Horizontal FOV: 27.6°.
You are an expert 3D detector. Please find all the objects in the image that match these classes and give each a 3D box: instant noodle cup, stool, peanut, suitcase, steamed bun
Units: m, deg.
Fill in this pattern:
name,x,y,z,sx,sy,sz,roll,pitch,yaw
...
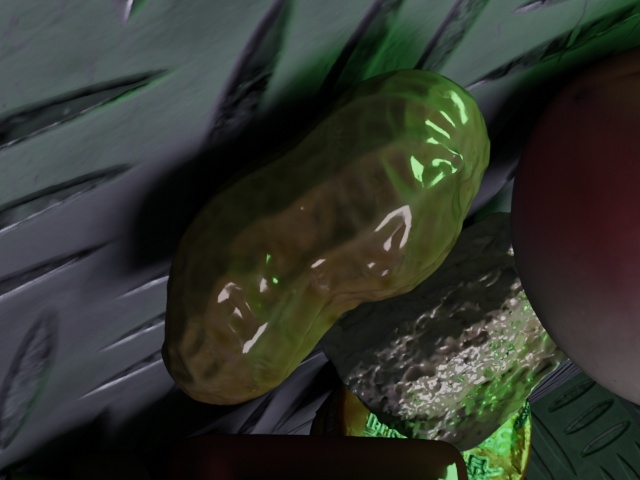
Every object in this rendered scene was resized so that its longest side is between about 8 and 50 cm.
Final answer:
name,x,y,z,sx,sy,sz,roll,pitch,yaw
instant noodle cup,0.098,0.220,1.465,0.230,0.230,0.182,-28,172,-27
stool,-0.195,0.227,1.029,0.121,0.125,0.217,1,177,-20
peanut,0.000,0.000,0.745,0.233,0.110,0.197,-35,170,-1
suitcase,-0.028,0.263,1.167,0.297,0.161,0.236,7,162,-26
steamed bun,0.138,0.091,1.222,0.225,0.170,0.200,-38,160,3
steamed bun,0.272,-0.030,0.979,0.309,0.309,0.309,-33,165,-10
